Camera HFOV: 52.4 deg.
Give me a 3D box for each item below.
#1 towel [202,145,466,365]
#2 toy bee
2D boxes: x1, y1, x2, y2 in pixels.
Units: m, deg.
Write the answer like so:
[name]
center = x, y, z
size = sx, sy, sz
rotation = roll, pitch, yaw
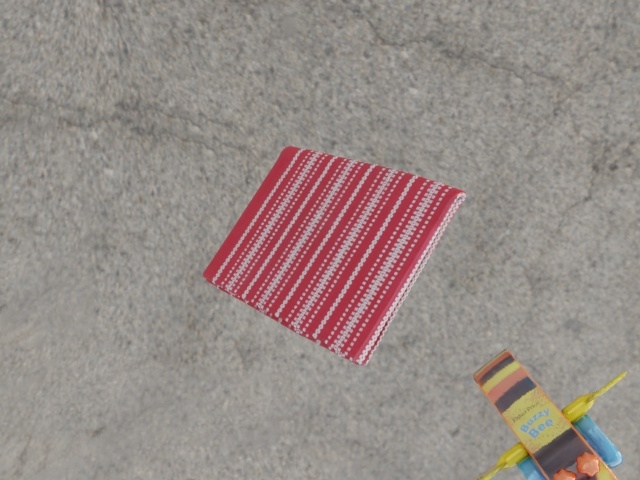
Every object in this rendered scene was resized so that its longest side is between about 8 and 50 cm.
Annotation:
[towel]
center = 0.000, 0.000, 0.696
size = 0.031, 0.275, 0.198
rotation = 40, 77, -43
[toy bee]
center = 0.256, 0.210, 0.659
size = 0.195, 0.298, 0.162
rotation = -55, 139, -9
